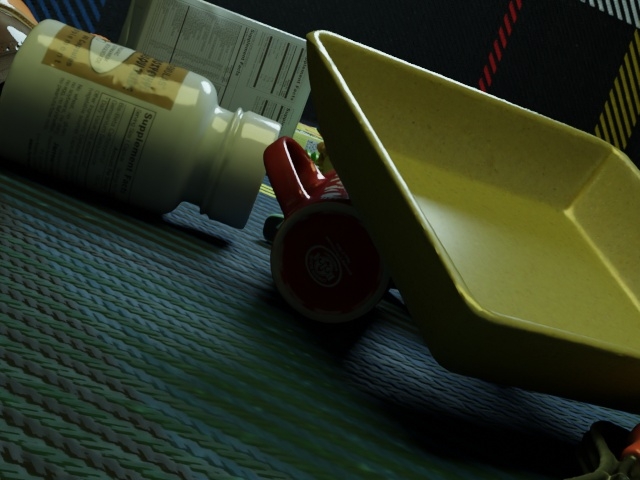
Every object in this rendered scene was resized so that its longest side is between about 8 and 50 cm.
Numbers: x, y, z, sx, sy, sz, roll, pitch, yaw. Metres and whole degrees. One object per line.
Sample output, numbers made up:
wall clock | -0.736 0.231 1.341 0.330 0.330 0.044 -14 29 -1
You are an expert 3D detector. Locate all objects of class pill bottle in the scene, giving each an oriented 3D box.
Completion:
pill bottle | -0.158 -0.096 1.022 0.229 0.131 0.131 20 8 -5

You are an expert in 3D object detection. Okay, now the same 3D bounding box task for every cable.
cable | 0.175 0.123 0.630 0.139 0.072 0.287 25 7 39

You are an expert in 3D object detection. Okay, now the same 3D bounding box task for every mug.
mug | 0.004 -0.004 0.921 0.150 0.113 0.169 24 13 4

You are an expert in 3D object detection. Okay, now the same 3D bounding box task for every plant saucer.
plant saucer | 0.153 0.006 0.824 0.332 0.081 0.333 16 30 -30

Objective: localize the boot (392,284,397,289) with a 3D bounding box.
boot | 0.146 -0.027 1.061 0.213 0.165 0.077 3 -44 48

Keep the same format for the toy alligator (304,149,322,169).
toy alligator | -0.001 -0.098 1.679 0.189 0.051 0.056 17 10 -25

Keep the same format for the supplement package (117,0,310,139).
supplement package | -0.168 -0.250 1.736 0.262 0.198 0.199 17 8 -20

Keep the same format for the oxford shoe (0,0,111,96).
oxford shoe | -0.282 -0.148 1.227 0.133 0.130 0.363 60 16 19

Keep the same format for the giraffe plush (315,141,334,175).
giraffe plush | 0.079 -0.084 1.466 0.170 0.210 0.181 -9 25 24

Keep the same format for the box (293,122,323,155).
box | -0.045 -0.171 2.009 0.087 0.058 0.232 19 8 -6

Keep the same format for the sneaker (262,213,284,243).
sneaker | 0.000 0.000 1.108 0.098 0.038 0.069 27 11 33
